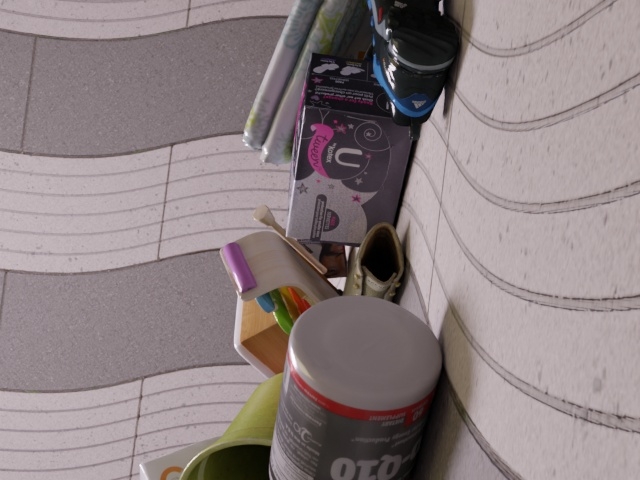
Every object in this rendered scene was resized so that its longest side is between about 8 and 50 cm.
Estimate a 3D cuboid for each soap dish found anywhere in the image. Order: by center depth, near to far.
[{"bbox_3d":[-0.052,0.152,2.095,0.118,0.229,0.291,-32,31,23],"label":"soap dish"}]

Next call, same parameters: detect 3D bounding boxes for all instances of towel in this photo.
[{"bbox_3d":[0.014,-0.303,1.741,0.375,0.090,0.320,-67,-9,14],"label":"towel"}]

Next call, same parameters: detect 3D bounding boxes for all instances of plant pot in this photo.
[{"bbox_3d":[-0.055,0.347,1.696,0.254,0.276,0.276,-66,-13,-61],"label":"plant pot"}]

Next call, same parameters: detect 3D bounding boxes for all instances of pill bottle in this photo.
[{"bbox_3d":[0.029,0.215,1.190,0.161,0.161,0.283,-88,6,-53],"label":"pill bottle"}]

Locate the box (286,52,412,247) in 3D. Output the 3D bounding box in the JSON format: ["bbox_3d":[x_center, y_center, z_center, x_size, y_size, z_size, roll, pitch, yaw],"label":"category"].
[{"bbox_3d":[0.041,-0.124,1.583,0.142,0.163,0.247,-86,4,-49],"label":"box"}]

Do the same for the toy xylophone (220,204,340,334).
[{"bbox_3d":[-0.031,0.086,1.646,0.323,0.081,0.236,49,-170,-36],"label":"toy xylophone"}]

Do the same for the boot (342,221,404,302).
[{"bbox_3d":[0.066,0.098,1.493,0.165,0.077,0.213,108,171,-61],"label":"boot"}]

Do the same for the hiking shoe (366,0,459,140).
[{"bbox_3d":[0.099,-0.262,1.364,0.304,0.113,0.132,-88,7,-52],"label":"hiking shoe"}]

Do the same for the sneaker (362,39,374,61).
[{"bbox_3d":[0.091,-0.232,1.661,0.081,0.080,0.211,-93,11,-60],"label":"sneaker"}]

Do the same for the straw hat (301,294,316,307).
[{"bbox_3d":[0.026,0.149,2.020,0.061,0.144,0.144,-33,30,23],"label":"straw hat"}]

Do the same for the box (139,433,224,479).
[{"bbox_3d":[-0.153,0.528,1.873,0.345,0.215,0.168,58,152,34],"label":"box"}]

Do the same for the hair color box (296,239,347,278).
[{"bbox_3d":[0.000,0.000,2.182,0.053,0.093,0.167,-89,-9,-50],"label":"hair color box"}]

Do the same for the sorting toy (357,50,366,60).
[{"bbox_3d":[0.077,-0.185,1.839,0.307,0.041,0.229,76,-156,-75],"label":"sorting toy"}]
